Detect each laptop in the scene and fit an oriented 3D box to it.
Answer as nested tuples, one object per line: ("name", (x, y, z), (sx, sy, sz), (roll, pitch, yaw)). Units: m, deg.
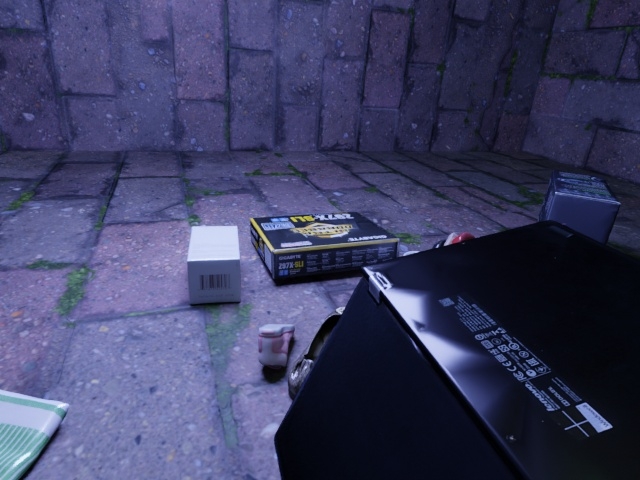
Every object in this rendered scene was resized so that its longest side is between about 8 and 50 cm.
("laptop", (0.165, 0.192, 0.372), (0.409, 0.236, 0.382), (-14, 27, -11))

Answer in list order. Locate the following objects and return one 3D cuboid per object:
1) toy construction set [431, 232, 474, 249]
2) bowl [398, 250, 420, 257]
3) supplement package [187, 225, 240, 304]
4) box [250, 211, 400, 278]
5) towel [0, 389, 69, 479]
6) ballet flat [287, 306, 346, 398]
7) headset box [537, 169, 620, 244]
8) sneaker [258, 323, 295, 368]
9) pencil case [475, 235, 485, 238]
("toy construction set", (0.172, 0.135, 0.674), (0.237, 0.257, 0.309), (-23, 13, -26))
("bowl", (0.222, 0.075, 0.947), (0.170, 0.080, 0.170), (3, 23, -1))
("supplement package", (-0.230, 0.047, 0.897), (0.105, 0.105, 0.179), (-2, 25, -12))
("box", (0.000, 0.000, 1.065), (0.323, 0.079, 0.257), (-5, 19, -19))
("towel", (-0.473, 0.273, 0.421), (0.248, 0.038, 0.324), (8, 24, 7))
("ballet flat", (0.017, 0.175, 0.705), (0.084, 0.058, 0.250), (15, 26, 21))
("headset box", (0.624, -0.024, 1.035), (0.131, 0.246, 0.283), (14, 25, 23))
("sneaker", (-0.076, 0.180, 0.703), (0.051, 0.070, 0.134), (-2, -7, 7))
("pencil case", (0.440, 0.124, 0.778), (0.160, 0.167, 0.386), (30, 2, -42))
